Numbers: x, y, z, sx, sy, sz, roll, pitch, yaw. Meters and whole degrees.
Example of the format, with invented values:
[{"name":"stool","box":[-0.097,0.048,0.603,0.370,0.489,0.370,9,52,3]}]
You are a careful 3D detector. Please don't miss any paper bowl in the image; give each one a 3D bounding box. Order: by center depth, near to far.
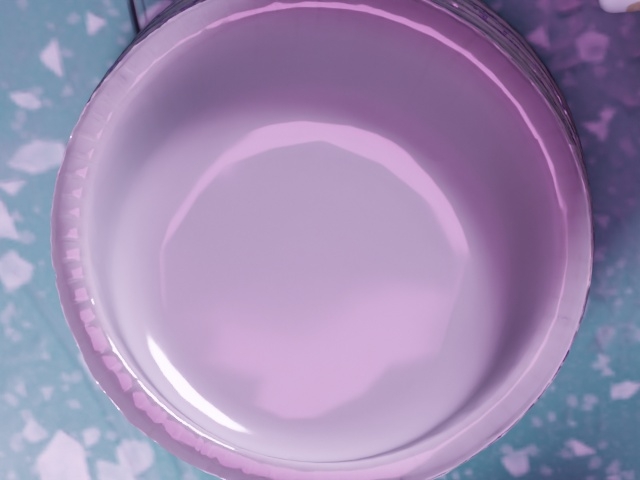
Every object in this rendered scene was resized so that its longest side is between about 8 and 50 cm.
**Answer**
[{"name":"paper bowl","box":[0.000,0.000,0.988,0.284,0.148,0.284,2,108,6]}]

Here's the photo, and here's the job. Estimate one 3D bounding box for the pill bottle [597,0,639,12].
[{"name":"pill bottle","box":[0.224,-0.177,0.929,0.186,0.112,0.112,-6,107,6]}]
